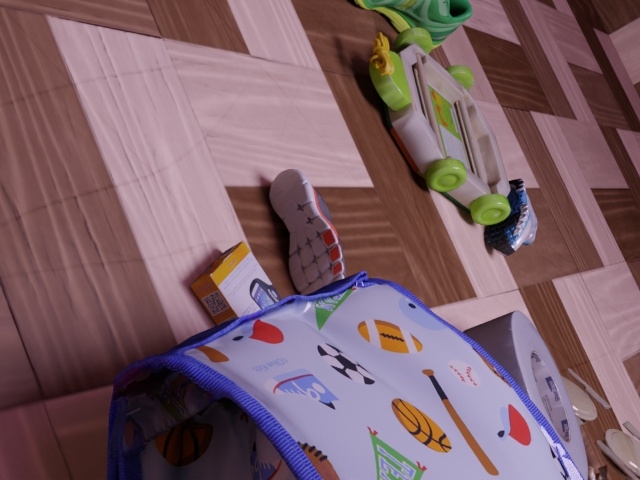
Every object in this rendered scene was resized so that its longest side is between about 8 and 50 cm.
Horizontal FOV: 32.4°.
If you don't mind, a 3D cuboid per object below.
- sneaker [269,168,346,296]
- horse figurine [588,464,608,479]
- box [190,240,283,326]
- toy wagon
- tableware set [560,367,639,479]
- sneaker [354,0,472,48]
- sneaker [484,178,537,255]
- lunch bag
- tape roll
[{"bbox_3d":[0.000,0.000,1.130,0.065,0.061,0.157,24,45,-59],"label":"sneaker"},{"bbox_3d":[0.378,0.377,1.418,0.263,0.066,0.174,21,44,-60],"label":"horse figurine"},{"bbox_3d":[-0.056,0.075,0.995,0.136,0.028,0.081,59,27,-10],"label":"box"},{"bbox_3d":[0.159,-0.178,1.564,0.344,0.068,0.267,31,40,-44],"label":"toy wagon"},{"bbox_3d":[0.368,0.257,1.478,0.194,0.039,0.128,45,26,23],"label":"tableware set"},{"bbox_3d":[0.125,-0.387,1.638,0.295,0.123,0.109,20,48,-52],"label":"sneaker"},{"bbox_3d":[0.298,-0.020,1.655,0.083,0.071,0.190,58,27,-19],"label":"sneaker"},{"bbox_3d":[0.039,0.222,0.787,0.328,0.239,0.385,-17,78,-60],"label":"lunch bag"},{"bbox_3d":[0.242,0.197,1.312,0.219,0.072,0.219,52,24,-34],"label":"tape roll"}]
